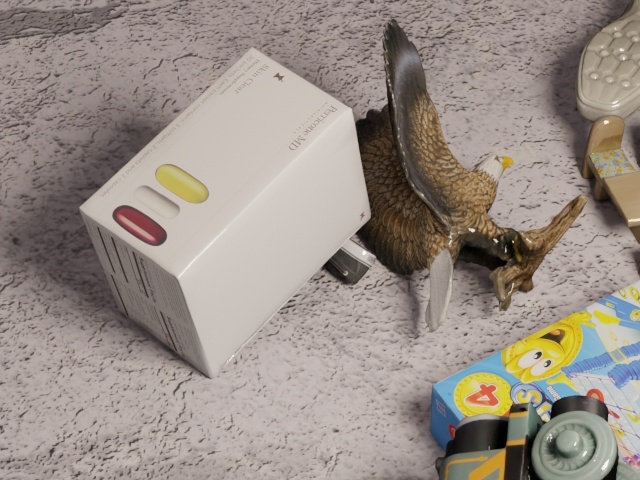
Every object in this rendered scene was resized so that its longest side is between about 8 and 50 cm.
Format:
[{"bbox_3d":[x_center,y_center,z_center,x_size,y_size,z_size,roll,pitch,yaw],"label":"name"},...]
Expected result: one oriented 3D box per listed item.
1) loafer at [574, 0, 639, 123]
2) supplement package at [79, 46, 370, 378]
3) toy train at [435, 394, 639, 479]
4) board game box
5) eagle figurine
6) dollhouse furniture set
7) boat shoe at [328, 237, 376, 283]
[{"bbox_3d":[0.393,-0.227,2.179,0.112,0.111,0.319,20,45,22],"label":"loafer"},{"bbox_3d":[-0.092,-0.028,1.864,0.145,0.204,0.262,33,67,26],"label":"supplement package"},{"bbox_3d":[0.176,0.288,1.543,0.190,0.142,0.334,-9,53,24],"label":"toy train"},{"bbox_3d":[0.316,0.206,1.764,0.302,0.086,0.308,-25,53,-19],"label":"board game box"},{"bbox_3d":[0.127,-0.061,1.946,0.298,0.226,0.225,41,16,12],"label":"eagle figurine"},{"bbox_3d":[0.447,-0.079,2.008,0.242,0.161,0.212,-11,48,-13],"label":"dollhouse furniture set"},{"bbox_3d":[0.000,0.000,1.988,0.142,0.049,0.040,34,93,34],"label":"boat shoe"}]
